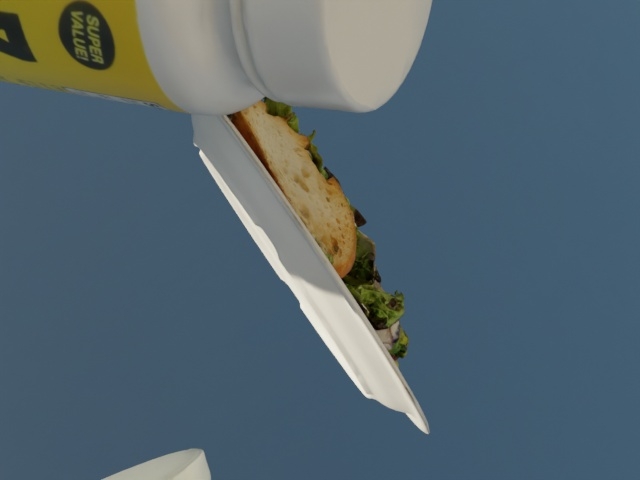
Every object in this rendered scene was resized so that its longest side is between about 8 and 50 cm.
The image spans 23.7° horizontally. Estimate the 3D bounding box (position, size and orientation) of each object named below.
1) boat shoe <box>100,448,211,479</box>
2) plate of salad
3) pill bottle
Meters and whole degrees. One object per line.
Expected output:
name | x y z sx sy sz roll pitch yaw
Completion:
boat shoe | -0.103 0.162 0.688 0.070 0.078 0.219 68 -156 -9
plate of salad | 0.000 0.000 0.696 0.048 0.200 0.200 -35 -86 -4
pill bottle | -0.071 -0.110 0.549 0.119 0.208 0.119 11 -90 -66
